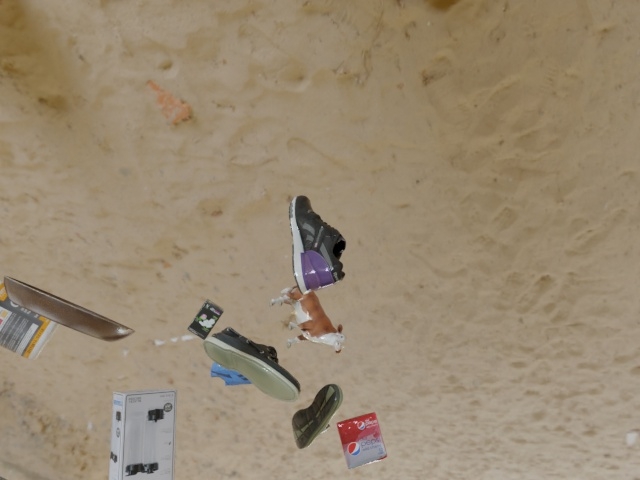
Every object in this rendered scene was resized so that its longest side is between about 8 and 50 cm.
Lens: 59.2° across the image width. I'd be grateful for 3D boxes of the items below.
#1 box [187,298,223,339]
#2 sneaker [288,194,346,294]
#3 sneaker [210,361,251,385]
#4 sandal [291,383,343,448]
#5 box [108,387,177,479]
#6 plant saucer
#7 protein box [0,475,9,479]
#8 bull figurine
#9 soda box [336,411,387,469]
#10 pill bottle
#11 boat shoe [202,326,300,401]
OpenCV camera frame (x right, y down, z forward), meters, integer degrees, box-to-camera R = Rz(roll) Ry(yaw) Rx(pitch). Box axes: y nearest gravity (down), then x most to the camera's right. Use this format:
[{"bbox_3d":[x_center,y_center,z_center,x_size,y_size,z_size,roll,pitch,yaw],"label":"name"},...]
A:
[{"bbox_3d":[-0.280,0.191,1.378,0.052,0.083,0.062,35,174,-8],"label":"box"},{"bbox_3d":[0.000,0.000,1.347,0.124,0.283,0.107,-14,140,8],"label":"sneaker"},{"bbox_3d":[-0.279,0.472,1.952,0.209,0.082,0.069,19,178,-3],"label":"sneaker"},{"bbox_3d":[-0.001,0.569,1.794,0.086,0.120,0.303,13,131,-33],"label":"sandal"},{"bbox_3d":[-0.512,0.581,1.624,0.169,0.290,0.087,6,169,-41],"label":"box"},{"bbox_3d":[-0.581,0.166,1.295,0.310,0.050,0.310,22,167,6],"label":"plant saucer"},{"bbox_3d":[-0.726,0.677,1.302,0.201,0.136,0.200,21,154,48],"label":"protein box"},{"bbox_3d":[-0.041,0.269,1.894,0.188,0.310,0.101,-2,129,-30],"label":"bull figurine"},{"bbox_3d":[0.087,0.425,1.212,0.083,0.092,0.263,-15,162,-2],"label":"soda box"},{"bbox_3d":[-0.906,0.215,1.623,0.278,0.162,0.162,33,135,-16],"label":"pill bottle"},{"bbox_3d":[-0.180,0.346,1.632,0.340,0.113,0.127,18,129,30],"label":"boat shoe"}]
